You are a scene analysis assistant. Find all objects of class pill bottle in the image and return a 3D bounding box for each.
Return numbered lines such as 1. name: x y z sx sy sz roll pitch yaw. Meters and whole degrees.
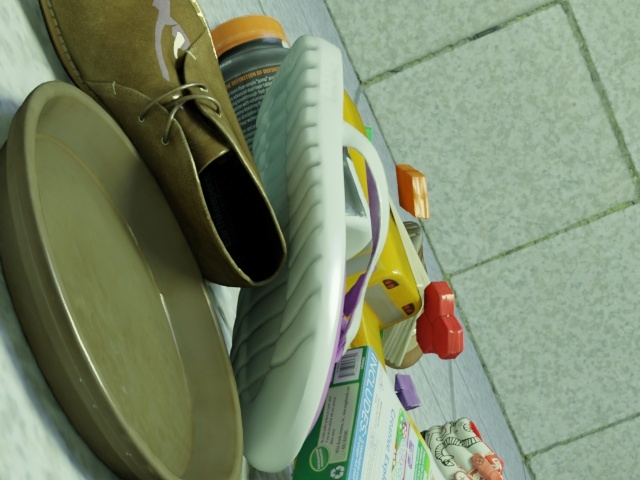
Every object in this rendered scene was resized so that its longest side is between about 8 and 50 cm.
1. pill bottle: -0.044 -0.096 1.282 0.130 0.130 0.246 46 24 -66

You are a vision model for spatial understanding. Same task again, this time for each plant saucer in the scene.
1. plant saucer: -0.122 0.036 0.814 0.278 0.041 0.278 -22 90 -81

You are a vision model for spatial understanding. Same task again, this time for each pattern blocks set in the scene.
1. pattern blocks set: 0.072 0.032 1.475 0.285 0.026 0.325 118 -36 -54

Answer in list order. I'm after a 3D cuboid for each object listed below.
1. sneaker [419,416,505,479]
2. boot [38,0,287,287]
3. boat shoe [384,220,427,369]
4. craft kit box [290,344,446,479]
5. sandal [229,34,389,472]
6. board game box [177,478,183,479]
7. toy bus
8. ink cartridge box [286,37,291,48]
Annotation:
1. sneaker: 0.123 0.283 1.300 0.270 0.145 0.090 -99 163 -55
2. boot: -0.102 -0.102 0.944 0.115 0.112 0.305 20 -42 65
3. boat shoe: 0.088 0.068 1.736 0.324 0.123 0.116 -76 152 -68
4. craft kit box: 0.047 0.254 1.028 0.246 0.061 0.250 58 30 -35
5. sandal: 0.006 -0.008 1.059 0.169 0.102 0.416 125 -25 -47
6. board game box: -0.042 0.254 0.734 0.160 0.047 0.210 -103 168 -44
7. toy bus: 0.012 -0.003 1.380 0.108 0.130 0.333 54 16 -55
8. ink cartridge box: -0.049 -0.202 1.744 0.088 0.052 0.122 -56 122 -79
